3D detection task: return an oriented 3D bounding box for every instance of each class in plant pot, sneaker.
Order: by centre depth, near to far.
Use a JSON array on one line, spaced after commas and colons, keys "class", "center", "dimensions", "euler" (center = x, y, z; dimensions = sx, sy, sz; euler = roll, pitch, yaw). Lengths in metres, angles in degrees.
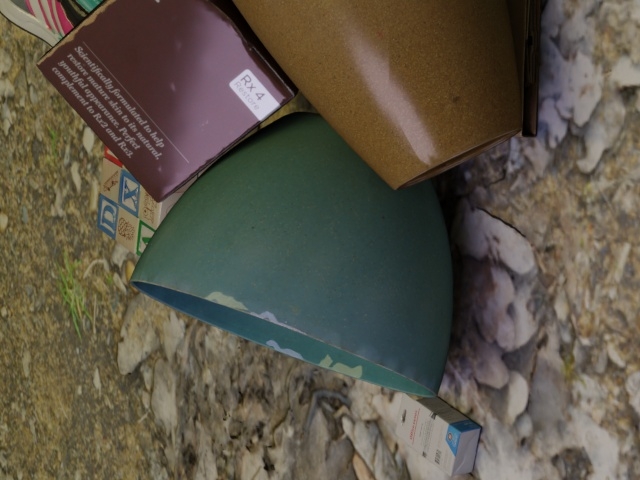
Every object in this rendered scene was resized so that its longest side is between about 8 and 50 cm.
[{"class": "plant pot", "center": [0.057, -0.179, 1.319], "dimensions": [0.237, 0.237, 0.254], "euler": [-28, 86, 51]}, {"class": "plant pot", "center": [0.000, 0.000, 1.432], "dimensions": [0.290, 0.290, 0.195], "euler": [11, 77, 52]}, {"class": "sneaker", "center": [-0.247, -0.277, 1.651], "dimensions": [0.295, 0.123, 0.178], "euler": [45, 134, 31]}]

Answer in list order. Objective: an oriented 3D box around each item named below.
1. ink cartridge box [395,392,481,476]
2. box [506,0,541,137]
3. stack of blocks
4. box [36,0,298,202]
[{"class": "ink cartridge box", "center": [0.108, 0.177, 1.487], "dimensions": [0.083, 0.028, 0.048], "euler": [33, 121, 45]}, {"class": "box", "center": [0.117, -0.180, 1.420], "dimensions": [0.201, 0.021, 0.165], "euler": [14, 107, 51]}, {"class": "stack of blocks", "center": [-0.151, -0.127, 1.729], "dimensions": [0.171, 0.087, 0.297], "euler": [31, 120, 47]}, {"class": "box", "center": [-0.116, -0.173, 1.449], "dimensions": [0.167, 0.203, 0.168], "euler": [-36, 101, 22]}]
